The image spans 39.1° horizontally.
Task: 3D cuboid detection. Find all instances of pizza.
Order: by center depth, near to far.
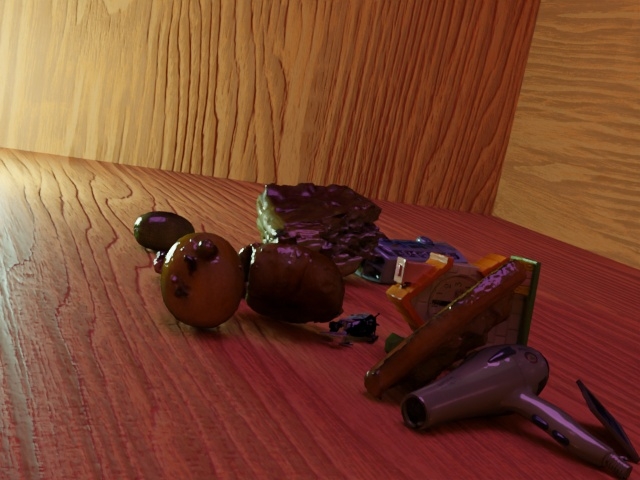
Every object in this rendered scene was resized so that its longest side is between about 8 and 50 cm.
[{"bbox_3d":[0.210,0.163,1.495,0.089,0.323,0.223,51,-7,15],"label":"pizza"}]

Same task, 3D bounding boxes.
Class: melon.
[{"bbox_3d":[-0.374,-0.022,2.173,0.162,0.099,0.099,4,12,-42],"label":"melon"}]

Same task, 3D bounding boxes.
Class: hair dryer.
[{"bbox_3d":[0.270,0.261,1.355,0.295,0.119,0.298,0,26,-22],"label":"hair dryer"}]

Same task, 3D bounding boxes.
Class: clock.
[{"bbox_3d":[0.254,0.126,1.662,0.255,0.220,0.106,8,3,-15],"label":"clock"}]

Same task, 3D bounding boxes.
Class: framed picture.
[{"bbox_3d":[0.456,0.285,1.436,0.109,0.011,0.149,47,11,-2],"label":"framed picture"}]

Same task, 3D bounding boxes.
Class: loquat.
[{"bbox_3d":[-0.209,0.065,1.601,0.149,0.172,0.204,5,-35,-4],"label":"loquat"}]

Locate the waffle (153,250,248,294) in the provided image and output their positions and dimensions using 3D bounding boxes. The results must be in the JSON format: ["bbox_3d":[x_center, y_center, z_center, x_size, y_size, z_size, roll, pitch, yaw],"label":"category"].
[{"bbox_3d":[-0.245,0.071,1.924,0.234,0.055,0.221,12,7,-28],"label":"waffle"}]

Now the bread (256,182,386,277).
[{"bbox_3d":[0.000,0.000,2.194,0.314,0.192,0.370,0,23,-19],"label":"bread"}]

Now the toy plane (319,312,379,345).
[{"bbox_3d":[0.064,0.168,1.735,0.078,0.053,0.197,6,7,19],"label":"toy plane"}]

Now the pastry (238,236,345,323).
[{"bbox_3d":[-0.057,0.083,1.704,0.229,0.100,0.218,19,-30,-19],"label":"pastry"}]

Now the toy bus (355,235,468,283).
[{"bbox_3d":[0.236,0.059,2.400,0.329,0.109,0.136,3,24,-37],"label":"toy bus"}]
